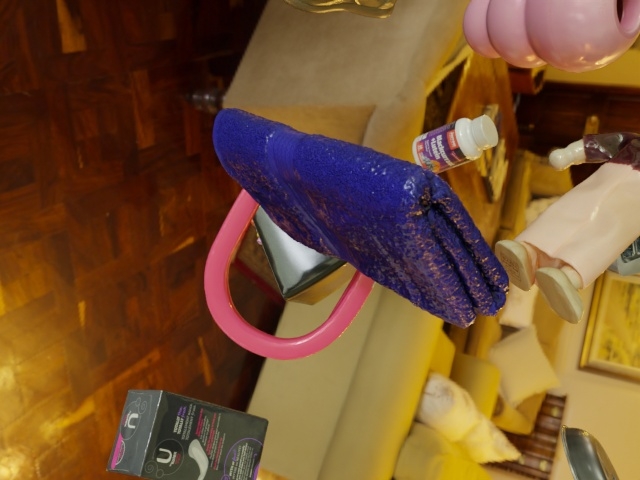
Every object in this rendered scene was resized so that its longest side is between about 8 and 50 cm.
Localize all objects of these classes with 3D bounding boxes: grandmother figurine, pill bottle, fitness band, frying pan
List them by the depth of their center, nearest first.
[{"bbox_3d":[0.358,-0.063,0.778,0.342,0.208,0.104,-38,143,-10],"label":"grandmother figurine"},{"bbox_3d":[-0.025,0.012,0.875,0.291,0.209,0.054,-61,180,0],"label":"fitness band"},{"bbox_3d":[0.449,0.422,1.015,0.326,0.053,0.197,58,21,-10],"label":"frying pan"},{"bbox_3d":[0.335,-0.240,1.673,0.108,0.193,0.108,23,59,-43],"label":"pill bottle"}]

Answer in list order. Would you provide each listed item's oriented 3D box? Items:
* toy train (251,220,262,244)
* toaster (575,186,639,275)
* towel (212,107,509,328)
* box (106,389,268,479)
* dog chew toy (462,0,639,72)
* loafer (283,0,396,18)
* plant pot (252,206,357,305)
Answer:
[{"bbox_3d":[-0.108,-0.052,1.663,0.046,0.166,0.125,78,12,-57],"label":"toy train"},{"bbox_3d":[0.569,-0.030,1.230,0.110,0.168,0.185,-134,-151,-71],"label":"toaster"},{"bbox_3d":[0.029,-0.024,0.701,0.076,0.308,0.227,-55,134,-10],"label":"towel"},{"bbox_3d":[-0.263,0.412,1.365,0.270,0.143,0.165,28,63,-37],"label":"box"},{"bbox_3d":[0.400,-0.405,1.216,0.206,0.332,0.206,-8,103,-38],"label":"dog chew toy"},{"bbox_3d":[0.014,-0.241,0.615,0.148,0.056,0.050,-10,146,-38],"label":"loafer"},{"bbox_3d":[0.000,0.000,1.248,0.188,0.167,0.187,68,12,13],"label":"plant pot"}]
